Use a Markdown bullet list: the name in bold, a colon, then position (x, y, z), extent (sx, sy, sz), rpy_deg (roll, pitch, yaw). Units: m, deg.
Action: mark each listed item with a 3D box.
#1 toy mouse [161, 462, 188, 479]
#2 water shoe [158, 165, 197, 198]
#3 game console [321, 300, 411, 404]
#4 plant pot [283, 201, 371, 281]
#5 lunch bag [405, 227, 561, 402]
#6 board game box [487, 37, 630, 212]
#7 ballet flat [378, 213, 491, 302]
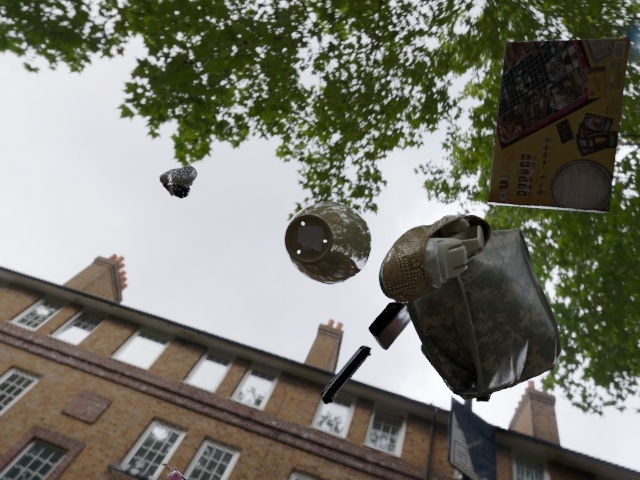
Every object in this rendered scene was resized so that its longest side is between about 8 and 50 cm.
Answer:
- **toy mouse**: position (-0.157, 0.340, 0.609), extent (0.161, 0.031, 0.143), rpy_deg (33, -26, 15)
- **water shoe**: position (-0.389, -0.162, 1.349), extent (0.203, 0.073, 0.080), rpy_deg (12, -45, 53)
- **game console**: position (0.134, 0.326, 1.367), extent (0.044, 0.361, 0.213), rpy_deg (38, -8, 26)
- **plant pot**: position (0.000, 0.000, 1.332), extent (0.257, 0.274, 0.256), rpy_deg (-1, -94, 13)
- **lunch bag**: position (0.298, 0.136, 0.885), extent (0.169, 0.235, 0.286), rpy_deg (-37, -116, 53)
- **board game box**: position (0.347, -0.169, 0.707), extent (0.165, 0.042, 0.243), rpy_deg (7, -88, 19)
- **ballet flat**: position (0.138, 0.009, 0.529), extent (0.067, 0.206, 0.073), rpy_deg (-11, -77, 39)
